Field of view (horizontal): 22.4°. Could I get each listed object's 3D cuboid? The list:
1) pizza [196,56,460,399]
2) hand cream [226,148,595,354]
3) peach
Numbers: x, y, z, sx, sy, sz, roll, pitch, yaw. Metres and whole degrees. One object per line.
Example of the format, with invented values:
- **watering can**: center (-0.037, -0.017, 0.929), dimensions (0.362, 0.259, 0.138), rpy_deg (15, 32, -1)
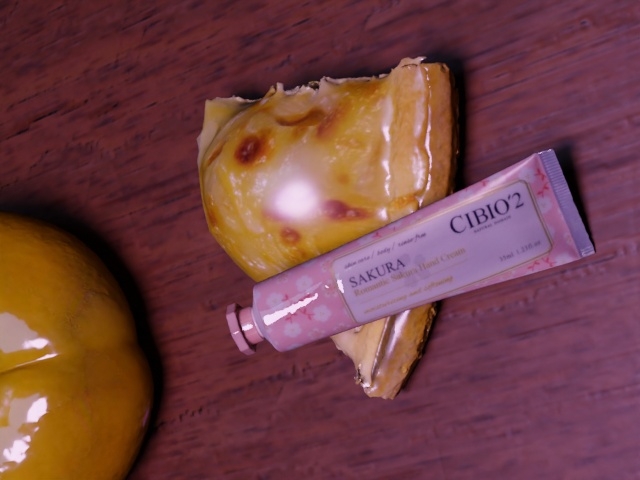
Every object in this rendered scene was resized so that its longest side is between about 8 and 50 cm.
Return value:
- **pizza**: center (-0.006, -0.006, 0.982), dimensions (0.188, 0.080, 0.204), rpy_deg (1, 94, 36)
- **hand cream**: center (0.047, 0.016, 0.922), dimensions (0.210, 0.043, 0.067), rpy_deg (-22, 103, 11)
- **peach**: center (-0.230, 0.098, 1.113), dimensions (0.251, 0.153, 0.251), rpy_deg (0, 90, 20)
